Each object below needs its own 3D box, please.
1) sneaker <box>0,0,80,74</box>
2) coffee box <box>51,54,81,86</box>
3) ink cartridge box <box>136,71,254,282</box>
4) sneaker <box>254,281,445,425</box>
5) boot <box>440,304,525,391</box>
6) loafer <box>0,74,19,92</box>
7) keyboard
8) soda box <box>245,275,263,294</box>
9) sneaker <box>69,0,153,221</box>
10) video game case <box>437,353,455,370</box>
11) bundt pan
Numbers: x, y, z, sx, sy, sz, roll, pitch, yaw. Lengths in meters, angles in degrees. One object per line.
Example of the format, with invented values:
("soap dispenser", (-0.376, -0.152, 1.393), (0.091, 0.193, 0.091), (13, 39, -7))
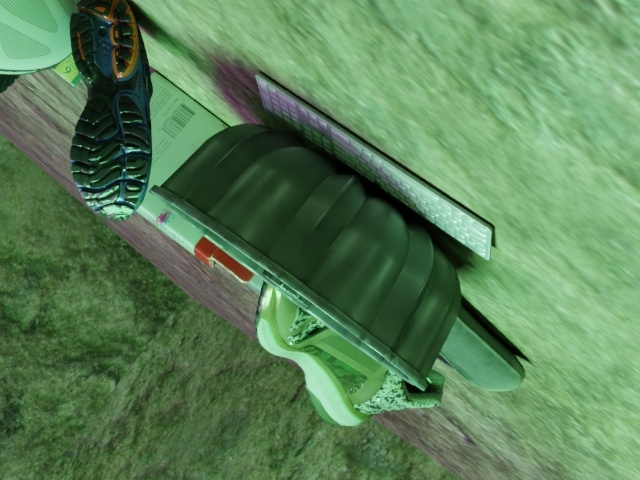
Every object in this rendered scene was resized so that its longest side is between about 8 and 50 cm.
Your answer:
("sneaker", (-0.335, -0.268, 1.198), (0.257, 0.169, 0.447), (18, 167, 45))
("coffee box", (-0.299, -0.233, 1.506), (0.113, 0.040, 0.184), (40, -173, -19))
("ink cartridge box", (-0.137, -0.064, 1.567), (0.231, 0.134, 0.078), (38, 171, 2))
("sneaker", (0.051, 0.102, 1.704), (0.182, 0.158, 0.410), (0, 151, 22))
("boot", (0.118, 0.082, 1.571), (0.208, 0.076, 0.190), (36, 177, -42))
("loafer", (-0.509, -0.216, 1.661), (0.130, 0.134, 0.366), (48, -151, 10))
("keyboard", (0.046, -0.066, 1.226), (0.256, 0.014, 0.072), (35, 171, 17))
("soda box", (-0.033, 0.073, 2.071), (0.216, 0.074, 0.069), (30, 169, 41))
("sneaker", (-0.195, -0.129, 1.368), (0.083, 0.221, 0.087), (1, -179, 12))
("video game case", (0.121, 0.104, 1.794), (0.201, 0.023, 0.183), (34, 171, 27))
("bundt pan", (0.000, 0.000, 1.346), (0.331, 0.124, 0.331), (35, 176, 3))
